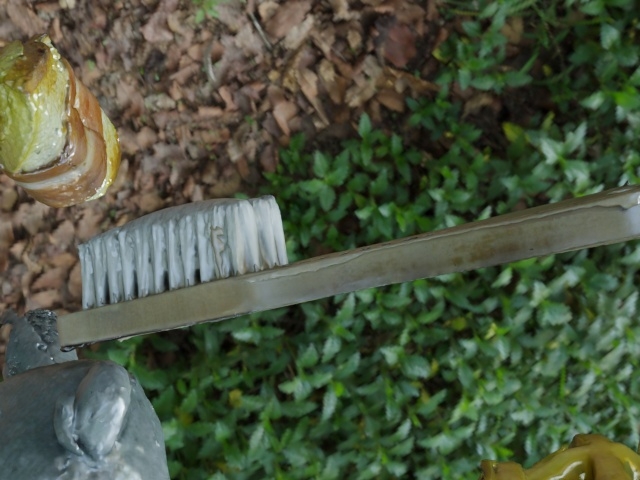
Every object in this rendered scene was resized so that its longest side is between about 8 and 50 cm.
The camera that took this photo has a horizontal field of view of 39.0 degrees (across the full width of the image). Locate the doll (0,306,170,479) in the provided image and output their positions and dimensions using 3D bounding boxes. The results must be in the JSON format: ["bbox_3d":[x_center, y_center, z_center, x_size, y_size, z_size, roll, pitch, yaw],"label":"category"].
[{"bbox_3d":[-0.217,0.169,0.622,0.158,0.340,0.246,12,84,-29],"label":"doll"}]

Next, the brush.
[{"bbox_3d":[0.000,0.000,0.426,0.327,0.065,0.070,-12,175,31],"label":"brush"}]

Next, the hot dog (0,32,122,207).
[{"bbox_3d":[-0.247,-0.098,0.797,0.093,0.123,0.261,-13,163,1],"label":"hot dog"}]

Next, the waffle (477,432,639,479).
[{"bbox_3d":[0.141,0.140,0.318,0.311,0.307,0.060,-16,102,-25],"label":"waffle"}]
